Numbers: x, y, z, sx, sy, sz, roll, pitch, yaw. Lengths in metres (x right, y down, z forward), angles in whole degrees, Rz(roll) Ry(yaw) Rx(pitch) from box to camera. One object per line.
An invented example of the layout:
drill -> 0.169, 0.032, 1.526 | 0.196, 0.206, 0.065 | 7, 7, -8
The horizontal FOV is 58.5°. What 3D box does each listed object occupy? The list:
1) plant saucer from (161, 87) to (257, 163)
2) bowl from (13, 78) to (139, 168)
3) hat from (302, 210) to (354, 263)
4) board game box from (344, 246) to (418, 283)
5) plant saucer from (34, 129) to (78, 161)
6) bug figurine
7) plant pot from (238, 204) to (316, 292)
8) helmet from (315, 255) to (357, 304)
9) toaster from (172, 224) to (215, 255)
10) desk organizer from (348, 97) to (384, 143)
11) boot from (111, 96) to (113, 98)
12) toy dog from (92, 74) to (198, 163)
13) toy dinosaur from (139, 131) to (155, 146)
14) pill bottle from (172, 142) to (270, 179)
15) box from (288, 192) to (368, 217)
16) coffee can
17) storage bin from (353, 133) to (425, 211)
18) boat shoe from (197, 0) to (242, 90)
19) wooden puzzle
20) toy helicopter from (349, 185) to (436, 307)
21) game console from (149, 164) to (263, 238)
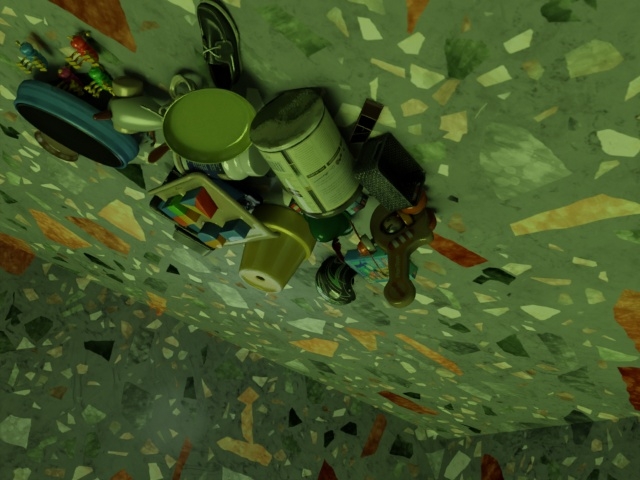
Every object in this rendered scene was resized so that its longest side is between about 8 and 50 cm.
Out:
plant saucer -> -0.279, -0.295, 1.447 | 0.241, 0.037, 0.241 | -11, 142, -8
bowl -> -0.764, -0.351, 1.792 | 0.391, 0.077, 0.391 | 23, 166, 6
hat -> 0.000, 0.000, 1.754 | 0.173, 0.183, 0.208 | 23, 153, -3
board game box -> 0.210, 0.085, 2.004 | 0.210, 0.047, 0.160 | -9, 139, 45
plant saucer -> -0.952, -0.350, 2.073 | 0.168, 0.029, 0.168 | 17, 152, 10
bug figurine -> -0.698, -0.488, 1.598 | 0.279, 0.072, 0.216 | 3, 154, 23
plant pot -> -0.166, 0.041, 1.988 | 0.254, 0.239, 0.254 | 17, 151, 10
helmet -> 0.062, 0.156, 2.111 | 0.169, 0.161, 0.169 | 17, 152, 9
toaster -> -0.428, -0.050, 2.092 | 0.186, 0.168, 0.110 | 31, 154, -15
desk organizer -> 0.110, -0.284, 1.410 | 0.047, 0.050, 0.130 | 23, 153, -2
boot -> -0.614, -0.396, 1.729 | 0.158, 0.059, 0.084 | -5, 134, 35
toy dog -> -0.478, -0.324, 1.552 | 0.334, 0.161, 0.220 | 10, 125, 32
toy dinosaur -> -0.539, -0.327, 1.811 | 0.090, 0.047, 0.082 | -5, 162, 24
pill bottle -> -0.278, -0.250, 1.637 | 0.265, 0.153, 0.153 | 5, 148, 29
box -> 0.020, -0.120, 1.775 | 0.159, 0.044, 0.233 | 30, 151, -17
coffee can -> -0.028, -0.218, 1.465 | 0.201, 0.201, 0.275 | 3, 147, 32
storage bin -> 0.181, -0.172, 1.483 | 0.084, 0.122, 0.180 | -11, 138, 46
boat shoe -> -0.238, -0.449, 1.336 | 0.084, 0.079, 0.233 | 15, 151, 15
wooden puzzle -> -0.344, -0.069, 1.786 | 0.348, 0.080, 0.322 | 37, 153, -30
toy helicopter -> 0.197, 0.026, 1.575 | 0.235, 0.355, 0.140 | -11, 142, 20
game console -> -0.383, -0.126, 1.905 | 0.293, 0.173, 0.250 | 33, 158, -21
